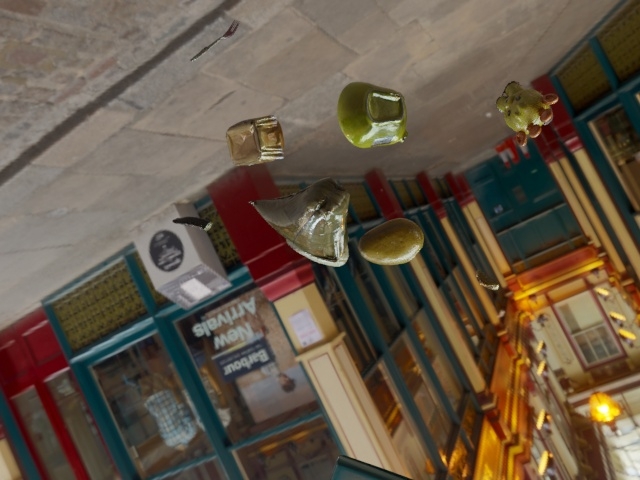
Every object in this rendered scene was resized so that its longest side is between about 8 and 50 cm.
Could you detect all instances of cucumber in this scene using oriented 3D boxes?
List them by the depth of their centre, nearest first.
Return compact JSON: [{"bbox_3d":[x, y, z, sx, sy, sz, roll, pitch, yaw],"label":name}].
[{"bbox_3d":[-0.362,-0.052,1.569,0.134,0.034,0.033,13,-174,25],"label":"cucumber"}]

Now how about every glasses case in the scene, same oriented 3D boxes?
[{"bbox_3d":[0.166,0.569,1.217,0.070,0.301,0.117,-46,155,-75],"label":"glasses case"}]

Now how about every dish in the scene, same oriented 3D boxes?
[{"bbox_3d":[0.194,-0.422,1.820,0.262,0.221,0.108,-1,177,-23],"label":"dish"}]

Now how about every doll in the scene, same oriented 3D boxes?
[{"bbox_3d":[0.531,-0.328,1.426,0.143,0.135,0.221,-58,-163,24],"label":"doll"}]

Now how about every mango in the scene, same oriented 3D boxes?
[{"bbox_3d":[0.206,0.004,1.635,0.195,0.137,0.098,-5,-163,7],"label":"mango"}]

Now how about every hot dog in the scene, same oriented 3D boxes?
[{"bbox_3d":[0.540,0.134,1.819,0.034,0.090,0.030,-38,150,-19],"label":"hot dog"}]

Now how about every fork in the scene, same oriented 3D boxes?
[{"bbox_3d":[-0.169,-0.319,0.894,0.115,0.016,0.012,-51,143,-25],"label":"fork"}]

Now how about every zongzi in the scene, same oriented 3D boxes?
[{"bbox_3d":[-0.053,-0.079,1.162,0.115,0.256,0.228,-51,162,-23],"label":"zongzi"}]

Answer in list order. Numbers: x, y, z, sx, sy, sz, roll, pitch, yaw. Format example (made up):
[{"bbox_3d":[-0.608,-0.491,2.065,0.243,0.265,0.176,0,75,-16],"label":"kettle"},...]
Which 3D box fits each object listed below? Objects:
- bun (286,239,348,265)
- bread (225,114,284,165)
[{"bbox_3d":[0.000,0.000,1.855,0.134,0.220,0.220,-64,170,6],"label":"bun"},{"bbox_3d":[-0.203,-0.308,1.734,0.107,0.136,0.241,-14,-172,-30],"label":"bread"}]
